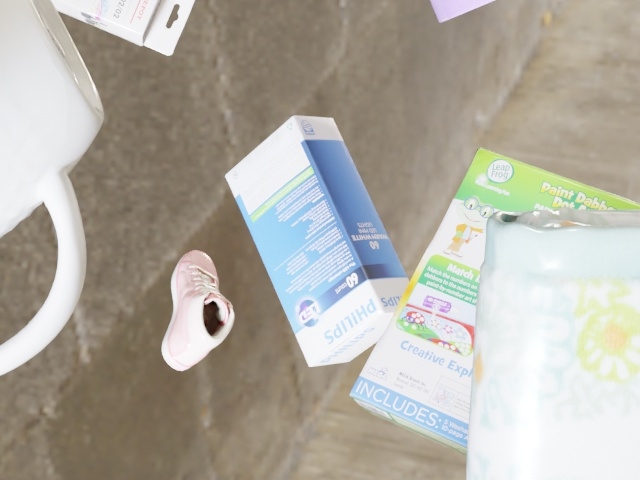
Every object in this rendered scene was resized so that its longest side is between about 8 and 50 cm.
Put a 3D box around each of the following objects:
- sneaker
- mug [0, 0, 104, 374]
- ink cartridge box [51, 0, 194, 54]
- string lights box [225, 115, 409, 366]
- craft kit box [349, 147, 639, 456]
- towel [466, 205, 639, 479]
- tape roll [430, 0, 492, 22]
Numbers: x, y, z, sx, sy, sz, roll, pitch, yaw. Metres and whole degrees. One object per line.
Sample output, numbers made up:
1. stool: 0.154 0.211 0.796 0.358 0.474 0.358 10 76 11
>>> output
1. sneaker: -0.107 0.055 1.414 0.051 0.070 0.134 32 43 -26
2. mug: -0.342 -0.057 1.256 0.374 0.328 0.276 62 1 7
3. ink cartridge box: -0.249 -0.314 1.857 0.061 0.181 0.104 142 -30 -81
4. string lights box: 0.000 0.000 1.736 0.076 0.133 0.260 -2 62 -49
5. craft kit box: 0.188 0.072 1.224 0.247 0.249 0.061 -62 154 -11
6. towel: 0.266 0.140 0.868 0.090 0.374 0.321 -141 -128 -77
7. tape roll: 0.248 -0.347 1.737 0.090 0.274 0.275 66 28 -7
